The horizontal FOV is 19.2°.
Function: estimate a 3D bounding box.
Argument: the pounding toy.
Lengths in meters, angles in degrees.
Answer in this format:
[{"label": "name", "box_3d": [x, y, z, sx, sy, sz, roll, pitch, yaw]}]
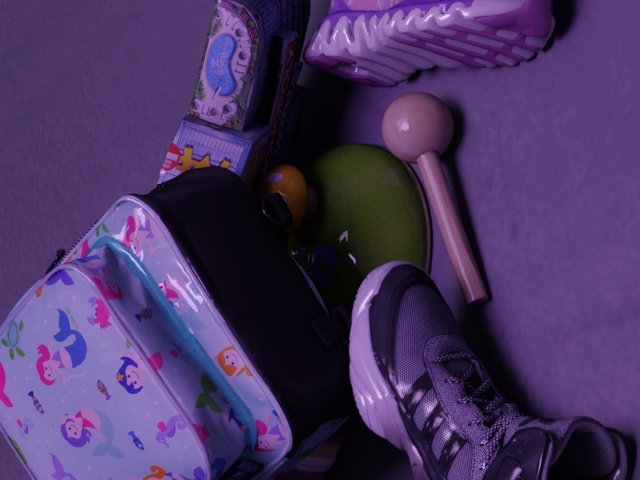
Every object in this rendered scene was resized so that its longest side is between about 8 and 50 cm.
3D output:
[{"label": "pounding toy", "box_3d": [0.000, 0.000, 1.400, 0.237, 0.110, 0.183, -32, 58, 46]}]

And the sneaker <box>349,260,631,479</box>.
[{"label": "sneaker", "box_3d": [0.115, 0.119, 1.228, 0.153, 0.101, 0.269, -35, 63, 43]}]

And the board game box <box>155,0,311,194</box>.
[{"label": "board game box", "box_3d": [-0.060, -0.096, 1.426, 0.194, 0.060, 0.194, -54, -19, -66]}]

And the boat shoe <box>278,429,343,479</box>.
[{"label": "boat shoe", "box_3d": [-0.093, 0.142, 1.504, 0.285, 0.102, 0.092, 25, 98, 47]}]

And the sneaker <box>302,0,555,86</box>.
[{"label": "sneaker", "box_3d": [0.077, -0.177, 1.359, 0.236, 0.095, 0.105, -2, 73, 54]}]

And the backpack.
[{"label": "backpack", "box_3d": [-0.121, 0.099, 1.334, 0.225, 0.191, 0.253, 56, 137, 5]}]
